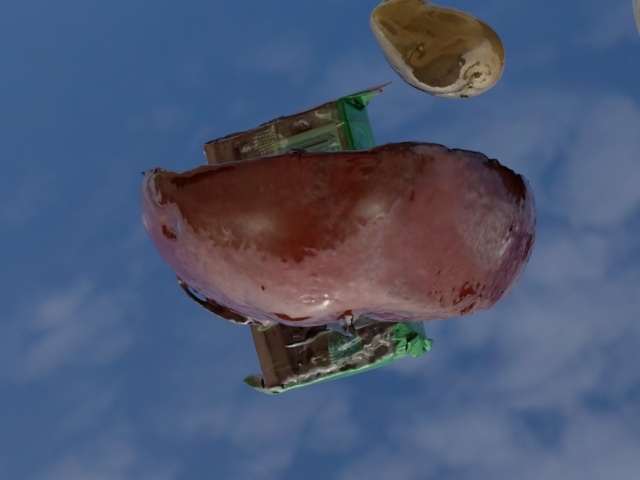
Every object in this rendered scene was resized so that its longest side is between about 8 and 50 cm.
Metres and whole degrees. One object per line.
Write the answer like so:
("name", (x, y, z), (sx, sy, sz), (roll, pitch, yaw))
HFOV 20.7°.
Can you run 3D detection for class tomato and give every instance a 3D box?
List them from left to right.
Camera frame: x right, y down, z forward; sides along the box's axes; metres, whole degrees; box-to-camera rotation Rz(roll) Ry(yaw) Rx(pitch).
("tomato", (0.015, 0.008, 0.977), (0.228, 0.228, 0.101), (-4, -94, 32))

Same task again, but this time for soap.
("soap", (-0.001, 0.000, 1.731), (0.218, 0.273, 0.098), (-17, 174, 21))

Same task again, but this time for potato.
("potato", (0.070, -0.119, 1.061), (0.062, 0.068, 0.083), (-38, -107, -19))

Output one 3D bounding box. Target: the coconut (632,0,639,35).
("coconut", (0.389, -0.250, 1.186), (0.415, 0.415, 0.344), (-47, -166, -24))
